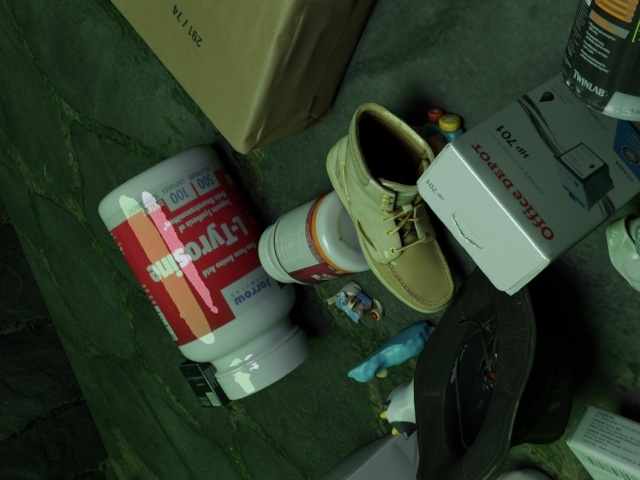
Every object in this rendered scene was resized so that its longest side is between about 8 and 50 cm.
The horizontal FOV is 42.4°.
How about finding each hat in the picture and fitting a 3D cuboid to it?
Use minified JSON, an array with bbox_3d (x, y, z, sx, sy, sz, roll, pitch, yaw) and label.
[{"bbox_3d":[0.225,0.179,1.001,0.133,0.331,0.331,14,149,-11],"label":"hat"}]

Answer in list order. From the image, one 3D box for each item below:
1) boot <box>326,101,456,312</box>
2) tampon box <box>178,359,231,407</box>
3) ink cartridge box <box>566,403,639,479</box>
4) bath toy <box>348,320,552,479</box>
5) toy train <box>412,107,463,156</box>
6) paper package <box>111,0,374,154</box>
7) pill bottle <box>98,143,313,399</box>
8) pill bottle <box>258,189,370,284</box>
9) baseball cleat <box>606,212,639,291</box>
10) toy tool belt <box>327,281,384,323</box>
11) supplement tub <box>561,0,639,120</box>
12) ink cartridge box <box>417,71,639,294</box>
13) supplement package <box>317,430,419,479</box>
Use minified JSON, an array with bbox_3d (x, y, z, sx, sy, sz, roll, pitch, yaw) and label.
[{"bbox_3d":[0.102,-0.033,1.010,0.262,0.095,0.203,62,169,4],"label":"boot"},{"bbox_3d":[-0.179,0.250,1.661,0.101,0.161,0.120,60,151,-5],"label":"tampon box"},{"bbox_3d":[0.439,0.306,0.917,0.275,0.060,0.239,18,157,48],"label":"ink cartridge box"},{"bbox_3d":[0.194,0.293,1.191,0.348,0.129,0.151,51,149,10],"label":"bath toy"},{"bbox_3d":[0.156,-0.074,0.988,0.166,0.046,0.125,55,149,5],"label":"toy train"},{"bbox_3d":[-0.102,-0.329,1.011,0.325,0.168,0.309,50,148,14],"label":"paper package"},{"bbox_3d":[-0.188,0.059,1.431,0.408,0.229,0.229,60,150,-4],"label":"pill bottle"},{"bbox_3d":[0.000,0.000,1.209,0.121,0.121,0.221,61,150,-6],"label":"pill bottle"},{"bbox_3d":[0.321,-0.019,0.759,0.109,0.072,0.206,18,134,27],"label":"baseball cleat"},{"bbox_3d":[0.054,0.107,1.297,0.083,0.051,0.052,38,145,29],"label":"toy tool belt"},{"bbox_3d":[0.267,-0.198,0.642,0.117,0.117,0.190,39,145,29],"label":"supplement tub"},{"bbox_3d":[0.209,-0.061,0.778,0.140,0.190,0.082,52,149,10],"label":"ink cartridge box"},{"bbox_3d":[0.102,0.456,1.426,0.177,0.175,0.293,52,149,7],"label":"supplement package"}]
